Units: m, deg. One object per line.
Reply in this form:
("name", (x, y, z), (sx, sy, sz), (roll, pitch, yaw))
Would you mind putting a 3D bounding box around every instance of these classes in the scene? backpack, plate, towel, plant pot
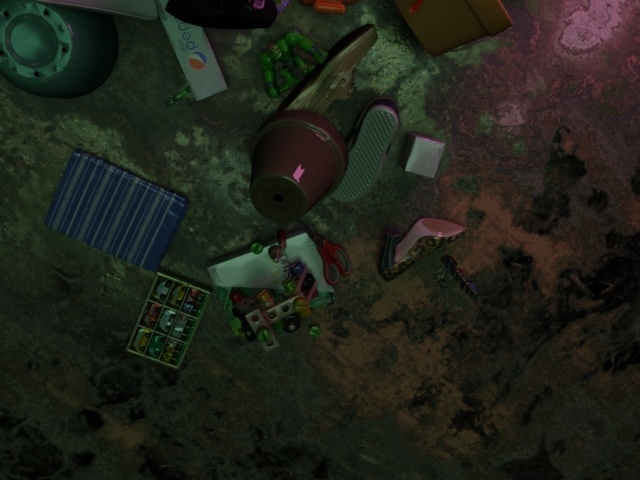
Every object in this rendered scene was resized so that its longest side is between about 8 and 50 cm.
("backpack", (-0.169, -0.670, 1.516), (0.290, 0.273, 0.355), (12, 97, 35))
("plate", (-0.533, -0.617, 1.516), (0.277, 0.278, 0.045), (0, 150, -31))
("towel", (-0.559, -0.079, 1.812), (0.336, 0.040, 0.243), (25, 105, -11))
("plant pot", (-0.074, -0.166, 1.679), (0.263, 0.229, 0.263), (7, 129, 9))
("plant pot", (-0.653, -0.478, 1.568), (0.293, 0.235, 0.293), (-2, 107, -6))
("plant pot", (0.311, -0.593, 1.621), (0.203, 0.291, 0.291), (-33, 108, 22))

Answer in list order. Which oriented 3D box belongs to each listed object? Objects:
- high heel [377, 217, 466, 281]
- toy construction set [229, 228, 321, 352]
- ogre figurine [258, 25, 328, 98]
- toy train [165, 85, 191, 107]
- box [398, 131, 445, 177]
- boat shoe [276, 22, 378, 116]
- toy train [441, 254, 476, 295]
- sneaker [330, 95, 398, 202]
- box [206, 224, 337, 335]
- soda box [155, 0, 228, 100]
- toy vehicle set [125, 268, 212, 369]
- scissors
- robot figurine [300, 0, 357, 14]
("high heel", (0.293, 0.032, 1.920), (0.261, 0.093, 0.186), (-7, 131, -16))
("toy construction set", (-0.118, 0.148, 1.756), (0.258, 0.237, 0.308), (-1, 107, -6))
("ogre figurine", (-0.086, -0.463, 1.701), (0.097, 0.197, 0.118), (-38, 97, -39))
("toy train", (-0.376, -0.380, 1.736), (0.083, 0.023, 0.017), (-35, 107, 6))
("box", (0.275, -0.236, 1.805), (0.087, 0.101, 0.102), (14, 105, -9))
("boat shoe", (0.035, -0.419, 1.723), (0.110, 0.121, 0.341), (41, 110, -20))
("toy train", (0.419, 0.105, 1.967), (0.036, 0.027, 0.158), (-41, 106, -4))
("sneaker", (0.124, -0.247, 1.786), (0.126, 0.127, 0.321), (27, 128, -7))
("box", (-0.138, 0.118, 1.898), (0.322, 0.058, 0.232), (-20, 108, 1))
("soda box", (-0.329, -0.504, 1.663), (0.091, 0.098, 0.286), (-22, 109, 0))
("toy vehicle set", (-0.441, 0.231, 1.914), (0.166, 0.035, 0.266), (22, 104, -12))
("scissors", (0.000, 0.000, 1.850), (0.109, 0.021, 0.297), (-46, 119, -30))
("robot figurine", (0.019, -0.653, 1.637), (0.219, 0.158, 0.128), (-1, 134, -5))
